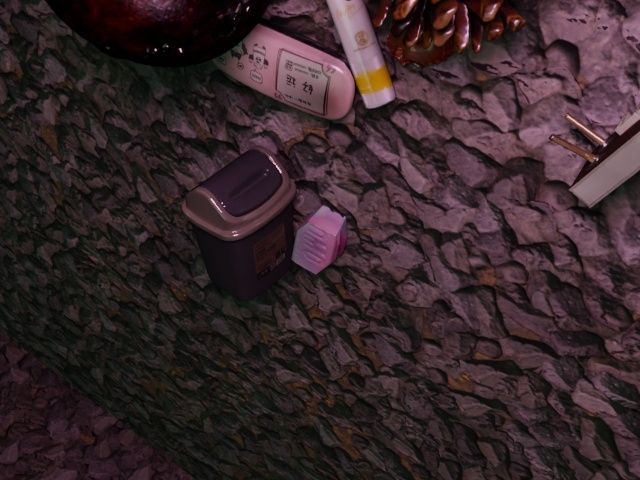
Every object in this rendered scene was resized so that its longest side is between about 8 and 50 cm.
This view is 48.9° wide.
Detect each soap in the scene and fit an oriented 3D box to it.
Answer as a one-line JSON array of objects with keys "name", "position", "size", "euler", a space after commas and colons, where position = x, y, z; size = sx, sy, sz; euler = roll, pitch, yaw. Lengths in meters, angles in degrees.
[{"name": "soap", "position": [0.000, 0.000, 1.463], "size": [0.100, 0.056, 0.149], "euler": [29, 138, 14]}]

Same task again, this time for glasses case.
[{"name": "glasses case", "position": [-0.074, -0.313, 1.241], "size": [0.314, 0.075, 0.122], "euler": [29, 141, 18]}]

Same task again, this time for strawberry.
[{"name": "strawberry", "position": [0.160, -0.314, 1.067], "size": [0.104, 0.048, 0.152], "euler": [43, 144, -4]}]

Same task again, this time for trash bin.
[{"name": "trash bin", "position": [-0.157, -0.036, 1.449], "size": [0.182, 0.209, 0.290], "euler": [28, 143, 28]}]

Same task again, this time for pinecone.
[{"name": "pinecone", "position": [0.158, -0.353, 0.890], "size": [0.264, 0.264, 0.264], "euler": [23, 135, 24]}]

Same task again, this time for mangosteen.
[{"name": "mangosteen", "position": [-0.220, -0.462, 1.047], "size": [0.381, 0.421, 0.381], "euler": [46, -179, -1]}]

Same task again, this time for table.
[{"name": "table", "position": [0.412, -0.171, 0.918], "size": [0.111, 0.121, 0.240], "euler": [42, 140, 3]}]

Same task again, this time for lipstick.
[{"name": "lipstick", "position": [0.053, -0.342, 1.123], "size": [0.059, 0.059, 0.264], "euler": [-1, 122, 41]}]
